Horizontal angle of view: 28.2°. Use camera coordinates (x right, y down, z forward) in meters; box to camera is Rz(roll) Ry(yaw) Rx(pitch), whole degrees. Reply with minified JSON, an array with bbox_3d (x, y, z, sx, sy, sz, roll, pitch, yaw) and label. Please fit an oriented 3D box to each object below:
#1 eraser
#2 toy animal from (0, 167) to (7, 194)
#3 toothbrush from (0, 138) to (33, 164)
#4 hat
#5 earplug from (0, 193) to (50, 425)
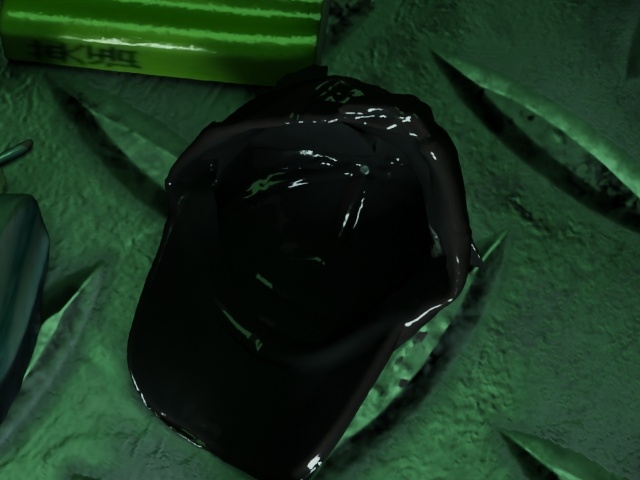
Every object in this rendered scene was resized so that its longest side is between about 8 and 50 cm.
[{"bbox_3d":[-0.121,-0.242,1.093,0.274,0.092,0.210,7,72,-6],"label":"eraser"},{"bbox_3d":[-0.394,-0.183,0.981,0.266,0.188,0.307,-3,77,5],"label":"toy animal"},{"bbox_3d":[-0.320,-0.036,1.035,0.193,0.013,0.019,-30,86,-16],"label":"toothbrush"},{"bbox_3d":[-0.002,0.014,1.013,0.238,0.209,0.336,29,110,10],"label":"hat"},{"bbox_3d":[-0.384,0.032,0.936,0.324,0.185,0.185,9,71,2],"label":"earplug"}]
